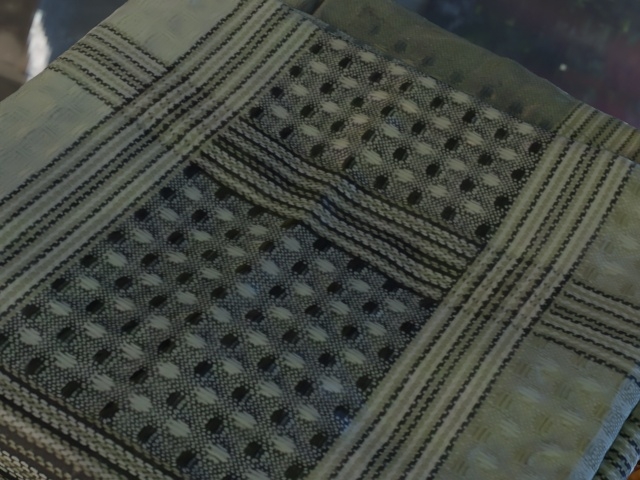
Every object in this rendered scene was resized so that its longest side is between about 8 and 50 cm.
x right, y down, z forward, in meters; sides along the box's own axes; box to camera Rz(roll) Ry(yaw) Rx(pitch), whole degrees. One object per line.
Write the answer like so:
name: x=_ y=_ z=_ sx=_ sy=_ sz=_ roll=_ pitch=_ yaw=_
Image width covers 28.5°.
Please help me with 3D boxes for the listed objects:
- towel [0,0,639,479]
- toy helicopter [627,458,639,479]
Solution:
towel: x=0.000 y=0.000 z=0.526 sx=0.324 sy=0.312 sz=0.056 roll=-45 pitch=154 yaw=-38
toy helicopter: x=0.342 y=0.196 z=1.478 sx=0.140 sy=0.235 sz=0.355 roll=-34 pitch=-167 yaw=4
